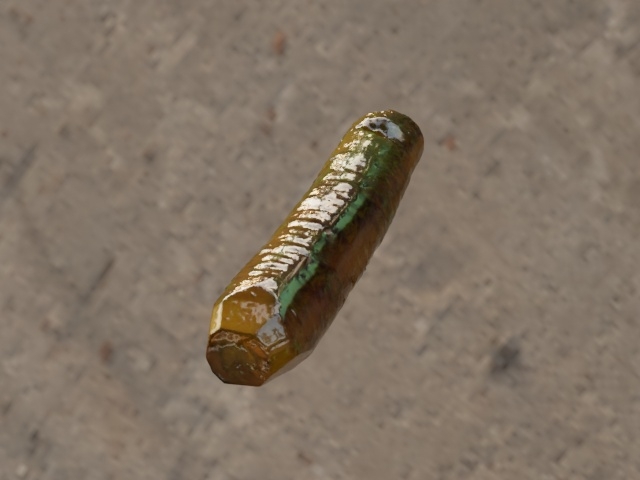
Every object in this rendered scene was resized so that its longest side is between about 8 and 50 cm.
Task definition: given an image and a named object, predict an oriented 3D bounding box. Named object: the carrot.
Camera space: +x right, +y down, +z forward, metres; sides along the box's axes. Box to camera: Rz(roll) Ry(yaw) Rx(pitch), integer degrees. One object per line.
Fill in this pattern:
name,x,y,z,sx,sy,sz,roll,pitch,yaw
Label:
carrot,0.000,0.000,1.314,0.070,0.070,0.260,-10,31,34
